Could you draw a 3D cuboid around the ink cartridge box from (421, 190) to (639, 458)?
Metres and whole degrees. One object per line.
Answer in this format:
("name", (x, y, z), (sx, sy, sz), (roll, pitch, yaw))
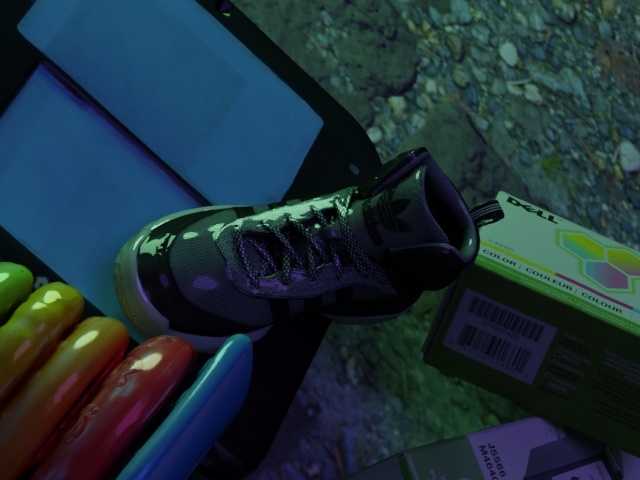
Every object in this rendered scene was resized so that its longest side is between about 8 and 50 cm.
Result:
("ink cartridge box", (0.203, 0.035, 1.436), (0.189, 0.097, 0.255), (24, 30, 5))

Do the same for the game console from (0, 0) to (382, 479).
("game console", (-0.133, -0.066, 1.305), (0.386, 0.060, 0.342), (42, 41, -15))

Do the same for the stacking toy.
("stacking toy", (-0.207, 0.062, 1.113), (0.302, 0.175, 0.165), (39, 49, 0))

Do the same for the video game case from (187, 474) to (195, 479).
("video game case", (-0.217, 0.138, 1.176), (0.248, 0.035, 0.275), (-34, 90, -44))

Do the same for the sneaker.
("sneaker", (0.000, 0.000, 1.246), (0.269, 0.153, 0.101), (-4, 71, -42))

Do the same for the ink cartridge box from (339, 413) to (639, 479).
("ink cartridge box", (0.157, 0.233, 1.370), (0.273, 0.115, 0.198), (-10, 74, -42))
